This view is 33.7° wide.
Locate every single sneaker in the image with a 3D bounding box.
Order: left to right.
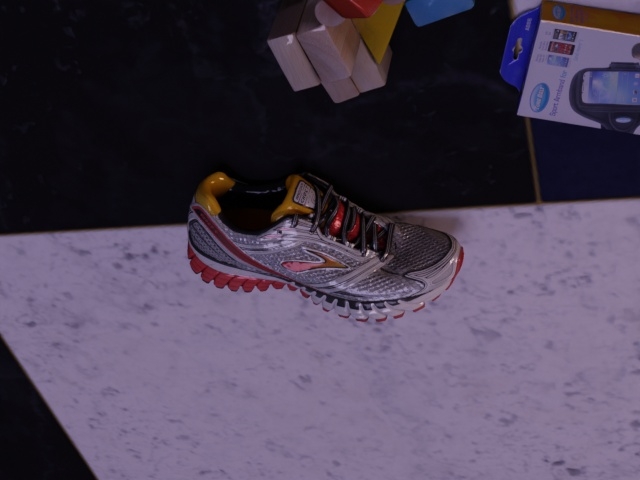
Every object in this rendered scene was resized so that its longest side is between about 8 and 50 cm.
[{"bbox_3d":[0.000,0.000,0.831,0.225,0.088,0.092,7,135,7],"label":"sneaker"}]

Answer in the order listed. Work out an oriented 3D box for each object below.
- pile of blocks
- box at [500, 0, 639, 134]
[{"bbox_3d":[0.060,-0.201,0.594,0.149,0.112,0.362,14,137,0],"label":"pile of blocks"},{"bbox_3d":[0.191,-0.114,0.710,0.136,0.028,0.081,8,136,4],"label":"box"}]
